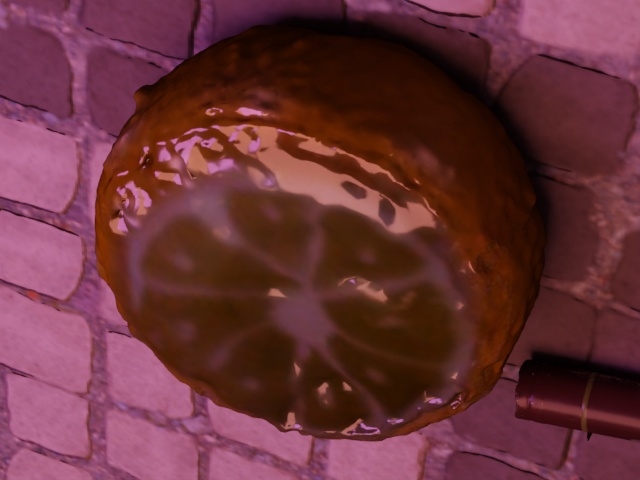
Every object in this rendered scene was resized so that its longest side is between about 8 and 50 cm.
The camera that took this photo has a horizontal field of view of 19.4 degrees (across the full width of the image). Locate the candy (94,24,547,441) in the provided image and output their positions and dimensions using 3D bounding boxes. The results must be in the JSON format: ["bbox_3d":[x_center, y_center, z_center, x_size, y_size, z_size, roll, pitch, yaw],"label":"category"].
[{"bbox_3d":[0.000,0.000,1.052,0.260,0.118,0.260,11,135,12],"label":"candy"}]

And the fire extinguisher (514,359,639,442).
[{"bbox_3d":[0.181,0.100,1.098,0.132,0.039,0.056,9,167,20],"label":"fire extinguisher"}]
